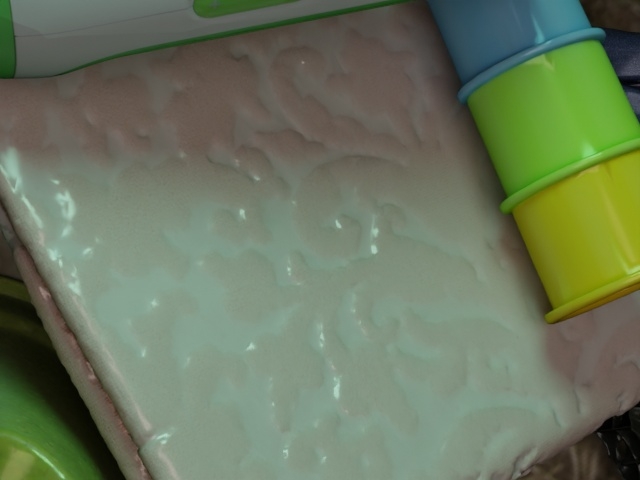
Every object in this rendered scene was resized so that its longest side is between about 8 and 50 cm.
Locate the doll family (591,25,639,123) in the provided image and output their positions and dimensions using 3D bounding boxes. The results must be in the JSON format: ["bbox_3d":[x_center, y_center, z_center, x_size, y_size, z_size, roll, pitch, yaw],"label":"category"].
[{"bbox_3d":[0.215,-0.117,1.072,0.163,0.118,0.262,1,94,-10],"label":"doll family"}]

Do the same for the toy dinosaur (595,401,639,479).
[{"bbox_3d":[0.292,0.114,1.095,0.218,0.164,0.321,7,71,-26],"label":"toy dinosaur"}]

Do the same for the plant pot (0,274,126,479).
[{"bbox_3d":[-0.192,0.160,0.950,0.276,0.254,0.276,-1,93,-11],"label":"plant pot"}]

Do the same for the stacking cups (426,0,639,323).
[{"bbox_3d":[0.100,-0.118,0.982,0.096,0.096,0.316,-22,85,-8],"label":"stacking cups"}]

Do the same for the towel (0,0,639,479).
[{"bbox_3d":[0.000,0.000,0.971,0.332,0.053,0.317,-26,83,-38],"label":"towel"}]

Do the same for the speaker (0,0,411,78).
[{"bbox_3d":[-0.031,-0.157,0.869,0.297,0.131,0.131,-13,96,-15],"label":"speaker"}]
